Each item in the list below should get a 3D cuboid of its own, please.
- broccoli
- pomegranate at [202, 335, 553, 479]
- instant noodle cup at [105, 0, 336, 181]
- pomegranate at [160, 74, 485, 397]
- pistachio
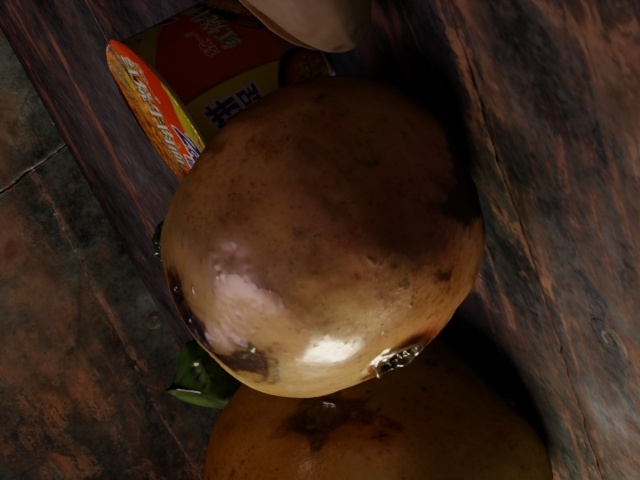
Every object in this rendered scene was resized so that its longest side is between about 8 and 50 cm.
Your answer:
[{"bbox_3d":[-0.079,0.068,1.859,0.297,0.297,0.297,16,165,4],"label":"broccoli"},{"bbox_3d":[0.070,0.295,1.721,0.416,0.416,0.416,49,165,18],"label":"pomegranate"},{"bbox_3d":[-0.097,-0.166,1.565,0.213,0.174,0.213,48,164,19],"label":"instant noodle cup"},{"bbox_3d":[0.000,0.000,1.381,0.322,0.322,0.322,49,165,18],"label":"pomegranate"},{"bbox_3d":[-0.026,-0.239,1.272,0.185,0.124,0.124,57,166,-16],"label":"pistachio"}]
